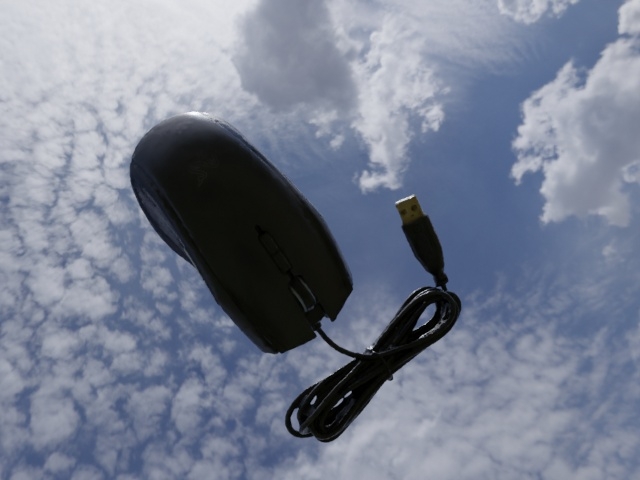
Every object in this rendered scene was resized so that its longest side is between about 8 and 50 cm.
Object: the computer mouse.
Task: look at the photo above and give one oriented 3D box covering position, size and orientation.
[{"bbox_3d":[0.000,0.000,0.370,0.184,0.060,0.262,-34,-84,-17],"label":"computer mouse"}]
